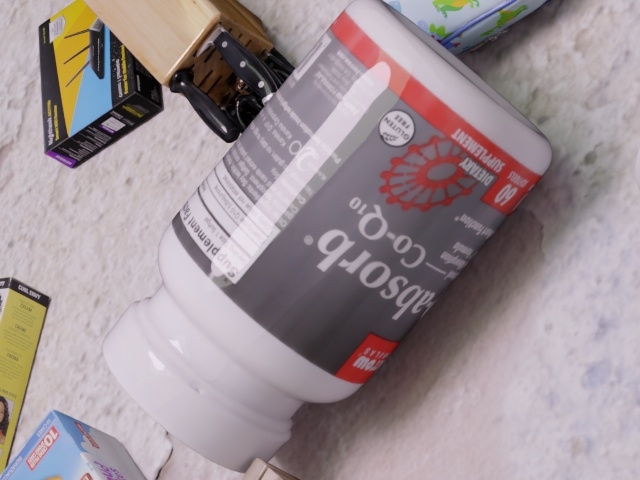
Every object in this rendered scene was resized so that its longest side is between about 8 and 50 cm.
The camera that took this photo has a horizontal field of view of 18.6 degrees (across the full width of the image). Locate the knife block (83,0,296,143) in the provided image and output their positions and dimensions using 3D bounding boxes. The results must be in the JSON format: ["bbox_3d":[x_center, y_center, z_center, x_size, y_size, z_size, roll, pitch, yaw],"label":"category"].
[{"bbox_3d":[-0.126,-0.192,1.810,0.088,0.275,0.242,-49,13,9],"label":"knife block"}]

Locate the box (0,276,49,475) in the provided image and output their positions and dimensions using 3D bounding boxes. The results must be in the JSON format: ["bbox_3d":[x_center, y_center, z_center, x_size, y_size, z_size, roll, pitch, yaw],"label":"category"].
[{"bbox_3d":[-0.341,0.154,1.935,0.087,0.058,0.232,-6,63,41],"label":"box"}]

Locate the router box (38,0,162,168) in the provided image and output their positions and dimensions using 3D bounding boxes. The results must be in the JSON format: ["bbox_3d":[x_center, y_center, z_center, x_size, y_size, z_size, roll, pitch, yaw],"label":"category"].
[{"bbox_3d":[-0.232,-0.181,2.040,0.133,0.046,0.179,-31,48,28],"label":"router box"}]

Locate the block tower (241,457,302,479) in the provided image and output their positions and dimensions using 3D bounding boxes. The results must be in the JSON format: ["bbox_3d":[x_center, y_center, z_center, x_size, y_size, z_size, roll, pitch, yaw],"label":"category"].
[{"bbox_3d":[0.047,0.286,1.463,0.335,0.097,0.091,33,91,50],"label":"block tower"}]

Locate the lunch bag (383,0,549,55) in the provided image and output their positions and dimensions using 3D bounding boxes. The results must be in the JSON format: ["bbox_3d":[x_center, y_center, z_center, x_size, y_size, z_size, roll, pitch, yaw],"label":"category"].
[{"bbox_3d":[0.104,-0.275,1.683,0.176,0.090,0.219,-31,80,26],"label":"lunch bag"}]

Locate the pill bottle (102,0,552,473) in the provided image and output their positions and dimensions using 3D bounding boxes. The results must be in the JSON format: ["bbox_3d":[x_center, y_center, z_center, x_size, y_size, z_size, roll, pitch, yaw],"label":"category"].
[{"bbox_3d":[0.000,0.000,1.588,0.363,0.210,0.210,-50,42,9],"label":"pill bottle"}]

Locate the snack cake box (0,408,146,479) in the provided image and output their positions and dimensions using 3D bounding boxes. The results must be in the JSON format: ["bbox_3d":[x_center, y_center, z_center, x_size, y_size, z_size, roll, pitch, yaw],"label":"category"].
[{"bbox_3d":[-0.258,0.305,1.745,0.264,0.089,0.152,-52,41,7],"label":"snack cake box"}]

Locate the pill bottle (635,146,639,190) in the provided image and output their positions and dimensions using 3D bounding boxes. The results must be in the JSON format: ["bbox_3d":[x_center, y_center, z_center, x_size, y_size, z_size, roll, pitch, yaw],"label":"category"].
[{"bbox_3d":[0.296,-0.047,1.438,0.120,0.067,0.067,22,83,48],"label":"pill bottle"}]
